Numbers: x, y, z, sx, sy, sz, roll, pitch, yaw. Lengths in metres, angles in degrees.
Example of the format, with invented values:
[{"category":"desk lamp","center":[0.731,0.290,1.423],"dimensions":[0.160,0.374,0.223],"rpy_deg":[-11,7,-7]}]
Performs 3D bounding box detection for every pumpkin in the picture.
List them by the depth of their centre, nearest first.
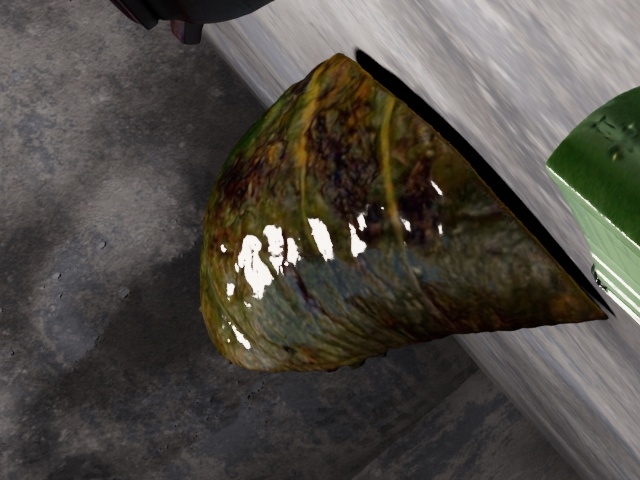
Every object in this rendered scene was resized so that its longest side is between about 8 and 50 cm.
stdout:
[{"category":"pumpkin","center":[-0.001,-0.001,0.935],"dimensions":[0.111,0.163,0.278],"rpy_deg":[48,179,-35]}]

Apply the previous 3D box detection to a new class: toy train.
[{"category":"toy train","center":[0.091,0.005,0.419],"dimensions":[0.056,0.038,0.093],"rpy_deg":[53,178,-42]}]

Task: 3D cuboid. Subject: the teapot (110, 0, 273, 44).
[{"category":"teapot","center":[-0.075,-0.139,0.760],"dimensions":[0.087,0.096,0.177],"rpy_deg":[49,179,31]}]
